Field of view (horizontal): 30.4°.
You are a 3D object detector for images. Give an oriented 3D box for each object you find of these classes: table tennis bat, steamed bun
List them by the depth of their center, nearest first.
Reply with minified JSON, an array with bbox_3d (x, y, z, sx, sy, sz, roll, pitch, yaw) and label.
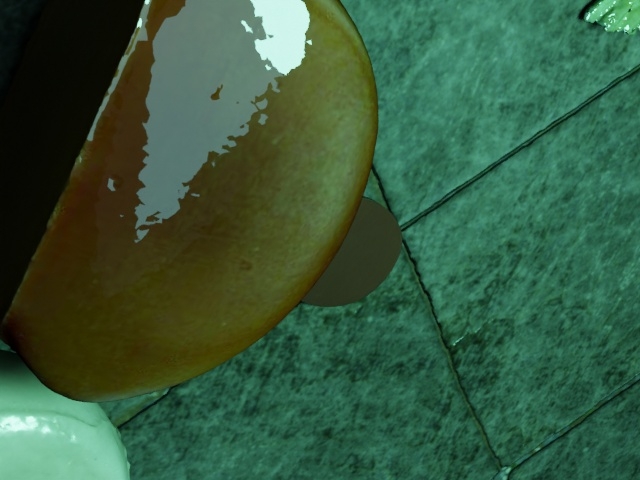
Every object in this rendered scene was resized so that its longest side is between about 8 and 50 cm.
[{"bbox_3d":[-0.106,-0.065,0.921,0.248,0.235,0.379,15,111,-34],"label":"steamed bun"},{"bbox_3d":[-0.316,0.212,1.024,0.283,0.177,0.283,-16,124,-24],"label":"steamed bun"},{"bbox_3d":[0.000,0.000,1.190,0.130,0.019,0.220,-51,135,9],"label":"table tennis bat"}]

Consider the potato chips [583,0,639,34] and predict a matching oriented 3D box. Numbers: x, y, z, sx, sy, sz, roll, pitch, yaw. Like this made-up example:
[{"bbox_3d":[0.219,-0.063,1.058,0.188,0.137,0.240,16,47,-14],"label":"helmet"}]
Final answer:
[{"bbox_3d":[0.365,-0.272,1.227,0.207,0.028,0.092,-42,133,-3],"label":"potato chips"}]
